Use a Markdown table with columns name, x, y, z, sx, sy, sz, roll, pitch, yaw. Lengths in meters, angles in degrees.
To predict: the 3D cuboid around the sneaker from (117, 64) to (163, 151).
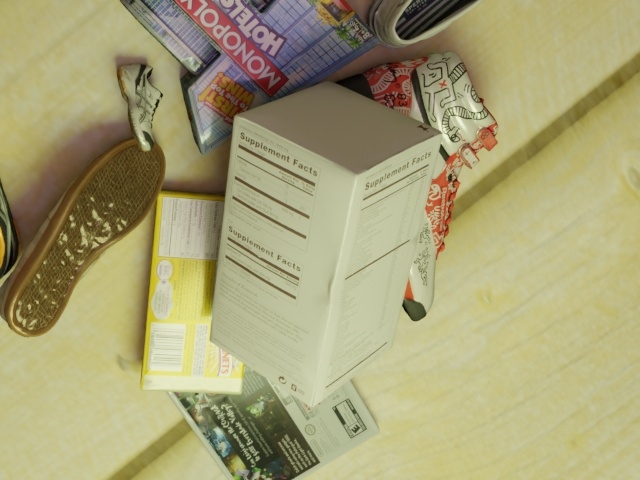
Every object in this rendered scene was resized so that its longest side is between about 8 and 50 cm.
| name | x | y | z | sx | sy | sz | roll | pitch | yaw |
| --- | --- | --- | --- | --- | --- | --- | --- | --- | --- |
| sneaker | -0.162 | -0.125 | 0.910 | 0.037 | 0.032 | 0.083 | -13 | 85 | -17 |

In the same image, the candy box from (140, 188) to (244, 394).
| name | x | y | z | sx | sy | sz | roll | pitch | yaw |
| --- | --- | --- | --- | --- | --- | --- | --- | --- | --- |
| candy box | -0.121 | 0.053 | 0.990 | 0.105 | 0.027 | 0.206 | 4 | 102 | -16 |

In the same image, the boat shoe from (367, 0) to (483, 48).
| name | x | y | z | sx | sy | sz | roll | pitch | yaw |
| --- | --- | --- | --- | --- | --- | --- | --- | --- | --- |
| boat shoe | 0.147 | -0.258 | 0.930 | 0.226 | 0.076 | 0.083 | -44 | 114 | 4 |

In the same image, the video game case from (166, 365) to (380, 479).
| name | x | y | z | sx | sy | sz | roll | pitch | yaw |
| --- | --- | --- | --- | --- | --- | --- | --- | --- | --- |
| video game case | -0.050 | 0.182 | 1.073 | 0.173 | 0.022 | 0.190 | -31 | 115 | -2 |

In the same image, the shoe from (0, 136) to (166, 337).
| name | x | y | z | sx | sy | sz | roll | pitch | yaw |
| --- | --- | --- | --- | --- | --- | --- | --- | --- | --- |
| shoe | -0.229 | -0.011 | 0.924 | 0.076 | 0.058 | 0.219 | 45 | 74 | -34 |

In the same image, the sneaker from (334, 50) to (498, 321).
| name | x | y | z | sx | sy | sz | roll | pitch | yaw |
| --- | --- | --- | --- | --- | --- | --- | --- | --- | --- |
| sneaker | 0.117 | -0.054 | 0.990 | 0.145 | 0.090 | 0.270 | -19 | 111 | -4 |

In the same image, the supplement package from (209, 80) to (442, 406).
| name | x | y | z | sx | sy | sz | roll | pitch | yaw |
| --- | --- | --- | --- | --- | --- | --- | --- | --- | --- |
| supplement package | 0.000 | 0.000 | 0.902 | 0.139 | 0.133 | 0.244 | -29 | 138 | -47 |

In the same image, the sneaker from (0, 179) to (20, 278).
| name | x | y | z | sx | sy | sz | roll | pitch | yaw |
| --- | --- | --- | --- | --- | --- | --- | --- | --- | --- |
| sneaker | -0.325 | -0.054 | 0.880 | 0.084 | 0.083 | 0.215 | -21 | 113 | -5 |

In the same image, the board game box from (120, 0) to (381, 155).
| name | x | y | z | sx | sy | sz | roll | pitch | yaw |
| --- | --- | --- | --- | --- | --- | --- | --- | --- | --- |
| board game box | -0.081 | -0.186 | 0.907 | 0.194 | 0.060 | 0.194 | -46 | 114 | 4 |
